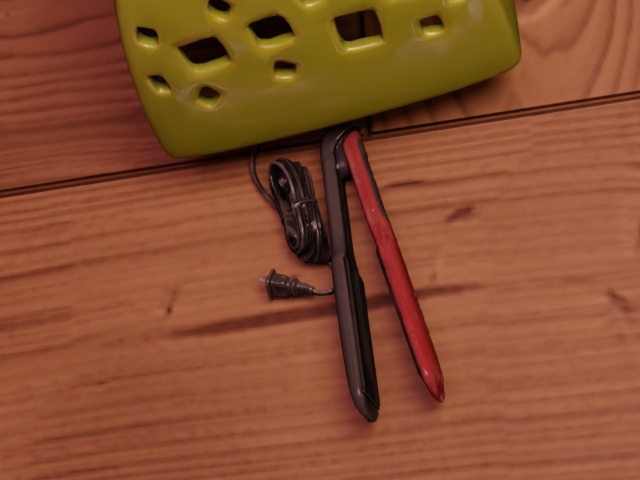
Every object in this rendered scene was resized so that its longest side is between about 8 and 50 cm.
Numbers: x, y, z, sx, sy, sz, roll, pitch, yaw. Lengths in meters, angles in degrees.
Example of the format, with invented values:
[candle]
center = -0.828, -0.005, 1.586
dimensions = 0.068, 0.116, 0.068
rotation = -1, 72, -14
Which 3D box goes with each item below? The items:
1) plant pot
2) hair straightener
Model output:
[plant pot]
center = -0.026, -0.211, 0.904
dimensions = 0.228, 0.207, 0.227
rotation = -14, 58, 10
[hair straightener]
center = 0.000, 0.000, 0.933
dimensions = 0.089, 0.047, 0.230
rotation = -20, 68, 8
